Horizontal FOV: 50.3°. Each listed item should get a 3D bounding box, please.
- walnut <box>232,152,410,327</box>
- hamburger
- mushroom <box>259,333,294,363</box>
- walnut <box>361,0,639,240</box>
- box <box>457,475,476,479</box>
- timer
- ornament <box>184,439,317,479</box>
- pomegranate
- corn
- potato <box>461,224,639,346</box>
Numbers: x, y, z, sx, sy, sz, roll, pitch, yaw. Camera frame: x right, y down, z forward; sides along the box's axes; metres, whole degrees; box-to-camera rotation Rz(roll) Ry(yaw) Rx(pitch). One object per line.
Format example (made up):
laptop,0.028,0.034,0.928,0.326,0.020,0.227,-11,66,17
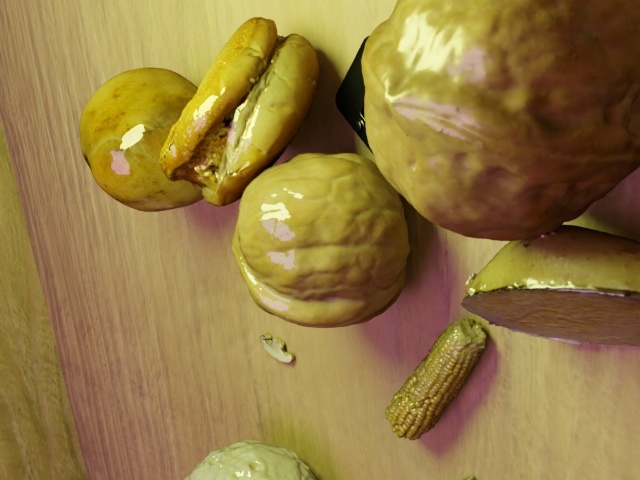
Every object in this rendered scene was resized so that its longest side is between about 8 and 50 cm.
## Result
walnut,0.000,0.000,1.056,0.285,0.285,0.296,47,154,24
hamburger,-0.124,-0.207,1.110,0.170,0.314,0.290,33,146,-15
mushroom,-0.093,0.235,1.480,0.101,0.019,0.049,32,130,33
walnut,0.196,-0.151,0.711,0.306,0.343,0.306,23,118,51
box,0.208,0.470,1.218,0.041,0.049,0.207,56,140,9
timer,0.107,-0.199,1.023,0.187,0.055,0.144,56,140,21
ornament,-0.146,0.599,1.478,0.337,0.337,0.337,24,124,41
pomegranate,-0.319,-0.189,1.321,0.307,0.307,0.308,24,124,41
corn,0.181,0.235,1.113,0.086,0.086,0.288,46,135,25
potato,0.321,0.051,0.805,0.299,0.239,0.116,-7,59,56
